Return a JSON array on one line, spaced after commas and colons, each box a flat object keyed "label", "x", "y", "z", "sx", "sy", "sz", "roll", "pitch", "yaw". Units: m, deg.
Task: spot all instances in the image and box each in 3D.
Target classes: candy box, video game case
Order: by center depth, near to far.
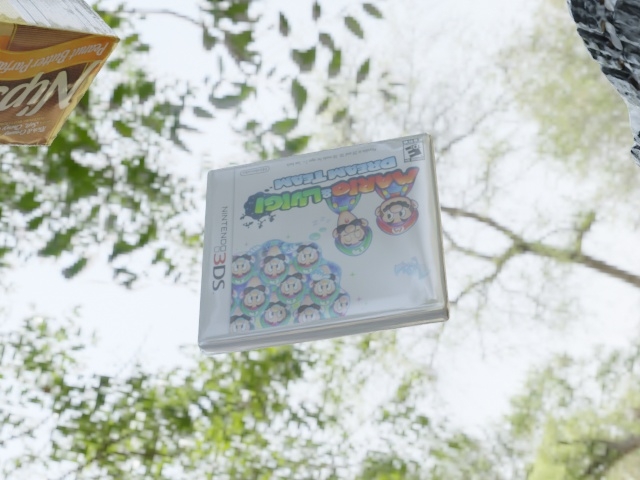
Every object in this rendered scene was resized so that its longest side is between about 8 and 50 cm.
[{"label": "video game case", "x": 0.000, "y": 0.000, "z": 0.744, "sx": 0.019, "sy": 0.157, "sz": 0.143, "roll": 68, "pitch": -163, "yaw": -51}, {"label": "candy box", "x": -0.401, "y": -0.204, "z": 1.349, "sx": 0.183, "sy": 0.087, "sz": 0.316, "roll": -50, "pitch": -19, "yaw": 23}]

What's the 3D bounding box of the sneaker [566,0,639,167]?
[{"label": "sneaker", "x": 0.192, "y": -0.094, "z": 0.499, "sx": 0.121, "sy": 0.111, "sz": 0.300, "roll": -51, "pitch": -26, "yaw": -1}]
